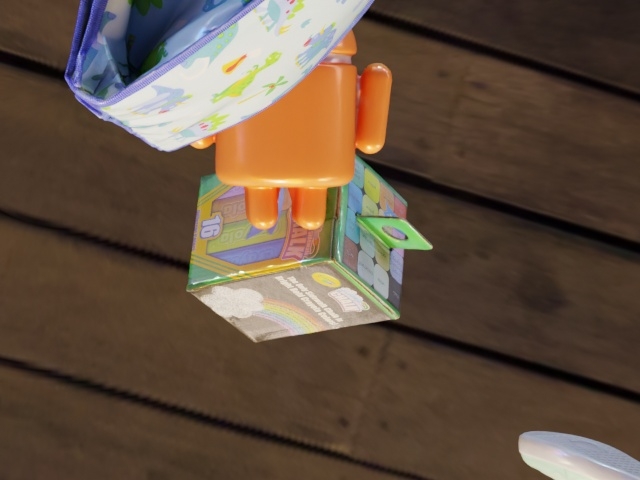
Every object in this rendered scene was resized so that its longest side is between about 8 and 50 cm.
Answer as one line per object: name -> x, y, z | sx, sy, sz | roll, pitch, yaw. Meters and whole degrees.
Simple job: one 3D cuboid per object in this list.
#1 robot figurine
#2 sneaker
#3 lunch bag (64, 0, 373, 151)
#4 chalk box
robot figurine -> -0.032, -0.120, 1.505 | 0.158, 0.128, 0.219 | 4, 95, 32
sneaker -> 0.292, 0.295, 1.694 | 0.256, 0.094, 0.151 | 25, 102, 24
lunch bag -> -0.039, -0.108, 0.711 | 0.096, 0.129, 0.151 | 36, 91, 12
chalk box -> 0.000, 0.000, 1.619 | 0.213, 0.132, 0.132 | -12, 57, 27
